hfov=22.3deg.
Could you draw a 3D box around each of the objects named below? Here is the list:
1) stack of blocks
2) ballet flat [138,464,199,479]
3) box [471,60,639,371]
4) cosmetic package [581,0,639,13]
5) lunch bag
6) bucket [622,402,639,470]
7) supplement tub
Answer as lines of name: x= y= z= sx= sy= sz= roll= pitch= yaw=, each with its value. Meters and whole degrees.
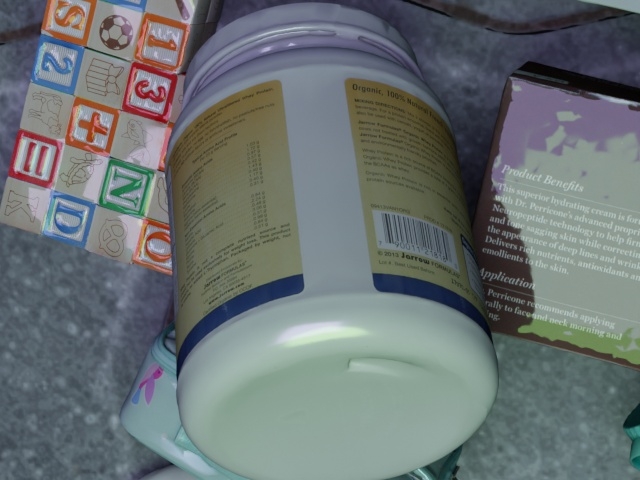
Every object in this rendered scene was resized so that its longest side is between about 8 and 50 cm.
stack of blocks: x=-0.154 y=-0.137 z=1.401 sx=0.171 sy=0.087 sz=0.297 roll=17 pitch=102 yaw=9
ballet flat: x=0.009 y=0.280 z=1.399 sx=0.400 sy=0.139 sz=0.139 roll=22 pitch=103 yaw=11
box: x=0.214 y=-0.023 z=1.300 sx=0.168 sy=0.167 sz=0.203 roll=15 pitch=102 yaw=9
cosmetic package: x=0.271 y=-0.280 z=1.212 sx=0.224 sy=0.138 sz=0.224 roll=9 pitch=105 yaw=-27
lunch bag: x=-0.015 y=0.158 z=1.350 sx=0.279 sy=0.224 sz=0.108 roll=29 pitch=104 yaw=7
bucket: x=0.380 y=0.148 z=1.248 sx=0.281 sy=0.281 sz=0.183 roll=-38 pitch=84 yaw=15
supplement tub: x=0.000 y=0.000 z=1.215 sx=0.228 sy=0.228 sz=0.316 roll=-17 pitch=52 yaw=14
